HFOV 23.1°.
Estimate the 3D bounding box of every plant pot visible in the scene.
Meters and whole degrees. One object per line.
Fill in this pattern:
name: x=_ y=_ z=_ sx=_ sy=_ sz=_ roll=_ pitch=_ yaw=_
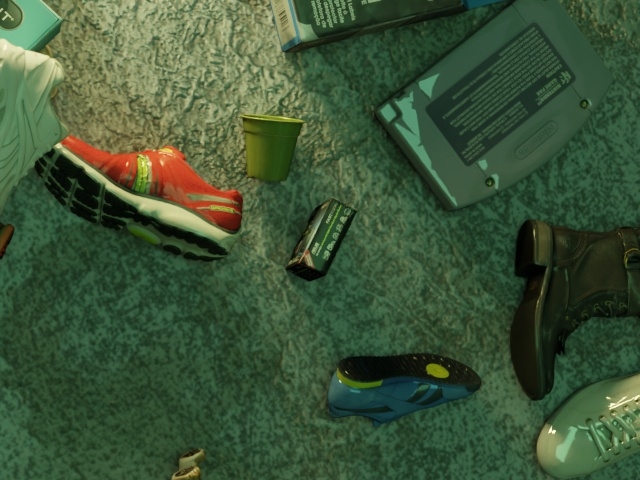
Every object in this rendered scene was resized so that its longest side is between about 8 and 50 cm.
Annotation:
plant pot: x=-0.064 y=-0.117 z=1.988 sx=0.083 sy=0.083 sz=0.079 roll=4 pitch=97 yaw=-15

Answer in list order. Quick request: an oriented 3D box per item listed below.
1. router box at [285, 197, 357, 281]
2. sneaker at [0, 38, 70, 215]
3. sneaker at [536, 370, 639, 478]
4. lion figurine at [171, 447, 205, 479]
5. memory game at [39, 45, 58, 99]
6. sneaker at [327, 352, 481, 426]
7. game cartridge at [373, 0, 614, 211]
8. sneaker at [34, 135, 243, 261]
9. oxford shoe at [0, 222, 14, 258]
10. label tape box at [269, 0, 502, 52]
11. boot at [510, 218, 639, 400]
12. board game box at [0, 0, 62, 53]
router box: x=0.000 y=0.000 z=1.970 sx=0.038 sy=0.122 sz=0.092 roll=28 pitch=80 yaw=-7
sneaker: x=-0.350 y=-0.112 z=1.826 sx=0.115 sy=0.090 sz=0.232 roll=9 pitch=106 yaw=-29
sneaker: x=0.421 y=0.225 z=2.071 sx=0.290 sy=0.123 sz=0.105 roll=-29 pitch=96 yaw=-14
lion figurine: x=-0.204 y=0.409 z=1.901 sx=0.392 sy=0.142 sz=0.240 roll=-18 pitch=99 yaw=-1
memory game: x=-0.415 y=-0.196 z=1.927 sx=0.186 sy=0.012 sz=0.186 roll=1 pitch=86 yaw=-15
sneaker: x=0.106 y=0.196 z=2.025 sx=0.209 sy=0.069 sz=0.082 roll=1 pitch=119 yaw=-24
game cartridge: x=0.239 y=-0.182 z=2.082 sx=0.297 sy=0.062 sz=0.198 roll=-38 pitch=101 yaw=-14
sneaker: x=-0.224 y=-0.073 z=1.942 sx=0.279 sy=0.107 sz=0.118 roll=27 pitch=60 yaw=-13
oxford shoe: x=-0.476 y=0.064 z=1.855 sx=0.098 sy=0.097 sz=0.271 roll=44 pitch=77 yaw=-3
label tape box: x=0.087 y=-0.399 z=2.027 sx=0.334 sy=0.106 sz=0.240 roll=-15 pitch=91 yaw=-15
boot: x=0.376 y=0.088 z=2.083 sx=0.229 sy=0.091 sz=0.262 roll=6 pitch=83 yaw=-14
board game box: x=-0.516 y=-0.228 z=1.856 sx=0.254 sy=0.079 sz=0.336 roll=45 pitch=78 yaw=-5
